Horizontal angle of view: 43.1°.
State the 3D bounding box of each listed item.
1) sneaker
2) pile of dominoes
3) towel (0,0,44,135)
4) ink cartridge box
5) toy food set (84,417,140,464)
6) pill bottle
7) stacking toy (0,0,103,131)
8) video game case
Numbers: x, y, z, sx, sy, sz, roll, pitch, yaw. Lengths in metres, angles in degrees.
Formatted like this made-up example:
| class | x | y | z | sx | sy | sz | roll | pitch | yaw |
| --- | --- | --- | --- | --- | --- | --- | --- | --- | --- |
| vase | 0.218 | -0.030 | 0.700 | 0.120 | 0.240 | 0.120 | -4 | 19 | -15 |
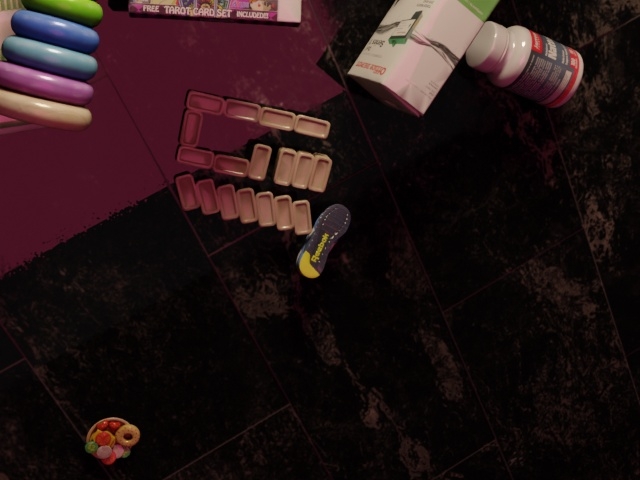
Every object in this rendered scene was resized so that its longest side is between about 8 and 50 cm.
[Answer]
| class | x | y | z | sx | sy | sz | roll | pitch | yaw |
| --- | --- | --- | --- | --- | --- | --- | --- | --- | --- |
| sneaker | 0.000 | 0.000 | 1.387 | 0.053 | 0.059 | 0.144 | 35 | 74 | -8 |
| pile of dominoes | -0.111 | -0.124 | 1.325 | 0.251 | 0.040 | 0.196 | 11 | 104 | -14 |
| towel | -0.469 | -0.304 | 1.117 | 0.248 | 0.038 | 0.324 | -12 | 113 | -16 |
| ink cartridge box | 0.158 | -0.318 | 1.277 | 0.093 | 0.160 | 0.219 | 32 | 94 | -24 |
| toy food set | -0.356 | 0.341 | 1.382 | 0.083 | 0.020 | 0.082 | 32 | 94 | -26 |
| pill bottle | 0.344 | -0.302 | 1.379 | 0.180 | 0.108 | 0.108 | 15 | 101 | -24 |
| stacking toy | -0.344 | -0.319 | 1.073 | 0.141 | 0.141 | 0.330 | 11 | 100 | -23 |
| video game case | -0.138 | -0.399 | 1.083 | 0.232 | 0.042 | 0.210 | 2 | 95 | -10 |
